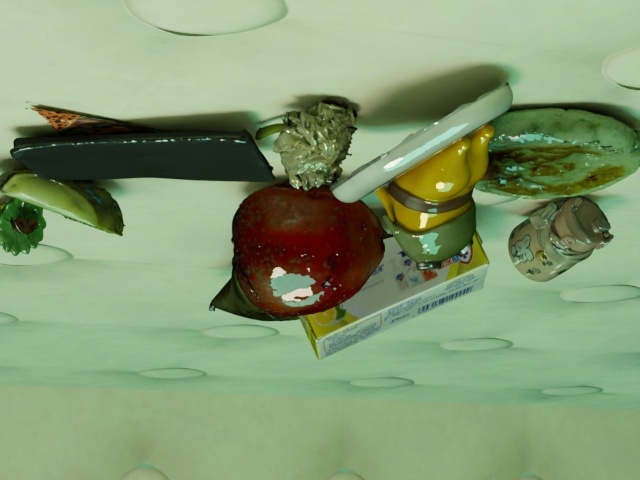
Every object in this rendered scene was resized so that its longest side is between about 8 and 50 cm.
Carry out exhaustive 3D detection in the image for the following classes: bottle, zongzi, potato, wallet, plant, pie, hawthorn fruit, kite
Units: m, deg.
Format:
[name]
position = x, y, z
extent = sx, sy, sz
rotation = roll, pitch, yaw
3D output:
[bottle]
position = 0.327, -0.010, 2.075
extent = 0.098, 0.099, 0.152
rotation = 6, 158, -25
[zongzi]
position = -0.114, 0.064, 2.283
extent = 0.242, 0.112, 0.221
rotation = -7, 166, 27
[potato]
position = -0.320, -0.055, 1.914
extent = 0.197, 0.054, 0.119
rotation = 21, 178, -37
[wallet]
position = -0.203, -0.095, 1.772
extent = 0.285, 0.030, 0.146
rotation = 0, 168, 10
[plant]
position = -0.020, -0.118, 1.699
extent = 0.122, 0.104, 0.117
rotation = 26, 137, 25
[pie]
position = 0.258, -0.100, 1.783
extent = 0.240, 0.054, 0.240
rotation = 0, 164, 0
[hawthorn fruit]
position = 0.000, 0.000, 1.966
extent = 0.235, 0.181, 0.181
rotation = -13, 166, -4
[kite]
position = -0.243, -0.121, 1.755
extent = 0.125, 0.008, 0.222
rotation = -3, 165, 7

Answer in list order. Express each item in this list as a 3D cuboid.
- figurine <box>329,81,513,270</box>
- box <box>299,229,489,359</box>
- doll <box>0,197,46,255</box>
[figurine]
position = 0.136, -0.054, 1.651
extent = 0.166, 0.141, 0.250
rotation = -28, 178, -38
[box]
position = 0.094, 0.058, 2.121
extent = 0.265, 0.097, 0.168
rotation = -24, 166, -2
[doll]
position = -0.418, -0.012, 2.037
extent = 0.078, 0.077, 0.113
rotation = 1, 169, -45
